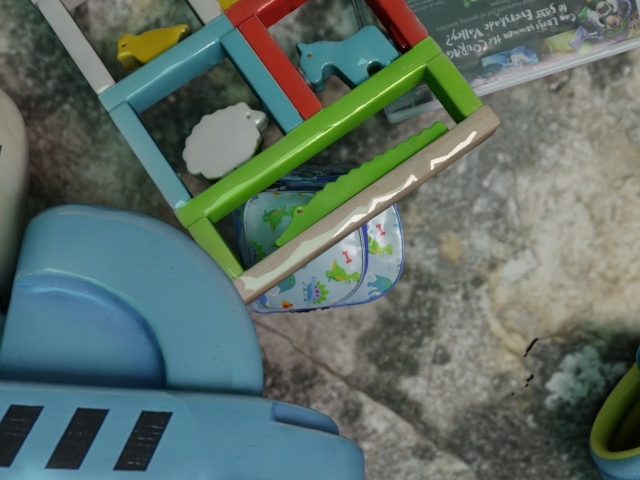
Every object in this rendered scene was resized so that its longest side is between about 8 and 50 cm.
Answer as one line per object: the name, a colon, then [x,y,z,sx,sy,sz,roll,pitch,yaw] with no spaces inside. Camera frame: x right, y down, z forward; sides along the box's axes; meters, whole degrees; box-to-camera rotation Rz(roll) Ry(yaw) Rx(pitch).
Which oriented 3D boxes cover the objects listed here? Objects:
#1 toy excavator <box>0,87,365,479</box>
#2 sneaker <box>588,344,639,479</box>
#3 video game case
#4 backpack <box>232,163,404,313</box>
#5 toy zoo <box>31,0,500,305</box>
toy excavator: [-0.189,0.041,0.410,0.433,0.222,0.444,6,61,-10]
sneaker: [0.335,0.127,0.462,0.319,0.127,0.208,-30,98,18]
video game case: [0.113,-0.191,0.479,0.191,0.022,0.173,-17,100,4]
backpack: [0.000,0.000,0.487,0.115,0.084,0.104,-6,103,1]
toy zoo: [-0.053,-0.131,0.445,0.192,0.030,0.293,-34,81,-2]
